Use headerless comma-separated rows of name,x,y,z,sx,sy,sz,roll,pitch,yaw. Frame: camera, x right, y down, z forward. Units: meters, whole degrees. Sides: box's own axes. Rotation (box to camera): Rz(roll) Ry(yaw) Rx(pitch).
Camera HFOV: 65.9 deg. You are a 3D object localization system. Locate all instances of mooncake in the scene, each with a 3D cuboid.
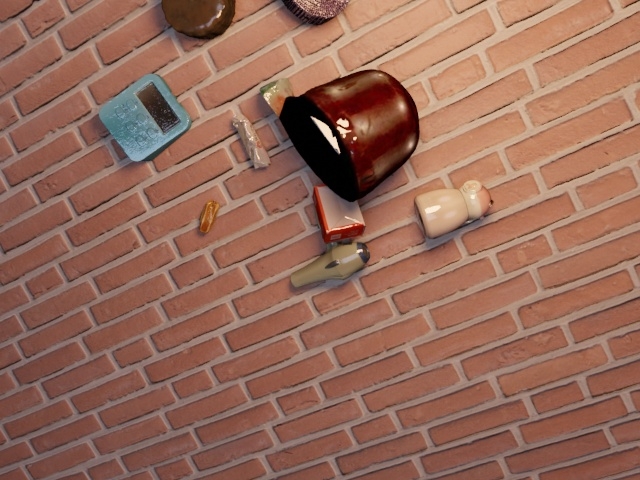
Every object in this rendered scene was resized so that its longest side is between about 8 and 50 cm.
mooncake,-0.386,-0.762,1.582,0.228,0.124,0.228,2,99,13

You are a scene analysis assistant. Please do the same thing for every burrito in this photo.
burrito,-0.238,-0.338,1.684,0.064,0.064,0.203,-25,99,14

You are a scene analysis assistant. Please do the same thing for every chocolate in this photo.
chocolate,0.114,-0.343,1.464,0.331,0.383,0.384,-40,94,-7

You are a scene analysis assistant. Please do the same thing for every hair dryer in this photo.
hair dryer,-0.012,0.039,1.724,0.296,0.119,0.298,-45,76,20

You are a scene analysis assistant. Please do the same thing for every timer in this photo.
timer,-0.604,-0.426,1.714,0.250,0.091,0.232,-36,94,12

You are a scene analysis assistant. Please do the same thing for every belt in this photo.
belt,-0.015,-0.820,1.465,0.260,0.122,0.325,-13,103,-15

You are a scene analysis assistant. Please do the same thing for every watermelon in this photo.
watermelon,-0.100,-0.411,1.615,0.094,0.154,0.241,-29,111,15

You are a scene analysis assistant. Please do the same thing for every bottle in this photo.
bottle,0.430,-0.108,1.577,0.236,0.147,0.148,-19,99,6

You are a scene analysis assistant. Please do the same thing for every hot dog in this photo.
hot dog,-0.406,-0.087,1.783,0.056,0.041,0.133,23,100,-4

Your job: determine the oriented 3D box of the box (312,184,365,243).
box,0.056,-0.092,1.617,0.133,0.099,0.182,-13,68,-9
